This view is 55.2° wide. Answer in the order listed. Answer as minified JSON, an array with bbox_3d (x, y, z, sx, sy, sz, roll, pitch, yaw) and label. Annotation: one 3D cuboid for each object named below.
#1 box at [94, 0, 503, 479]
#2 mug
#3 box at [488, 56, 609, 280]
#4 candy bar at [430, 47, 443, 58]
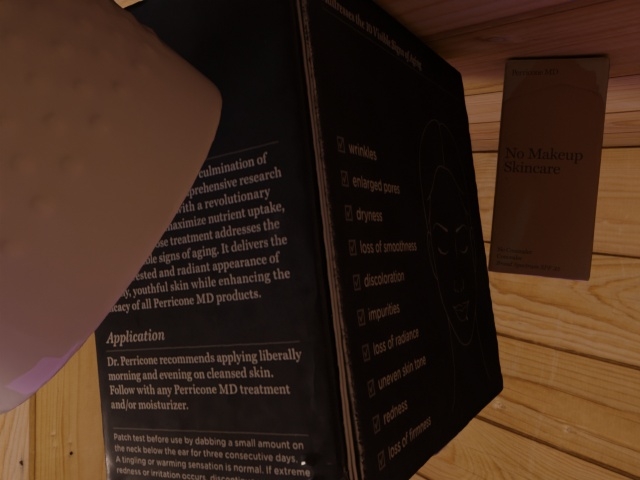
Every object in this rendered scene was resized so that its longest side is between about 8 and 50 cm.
[{"bbox_3d":[0.000,0.000,0.742,0.297,0.471,0.480,-7,177,29],"label":"box"},{"bbox_3d":[-0.272,-0.060,0.332,0.328,0.276,0.374,37,-152,-27],"label":"mug"},{"bbox_3d":[0.340,-0.104,0.914,0.148,0.311,0.121,4,-175,23],"label":"box"},{"bbox_3d":[0.110,-0.254,0.805,0.040,0.018,0.161,6,-175,39],"label":"candy bar"}]
